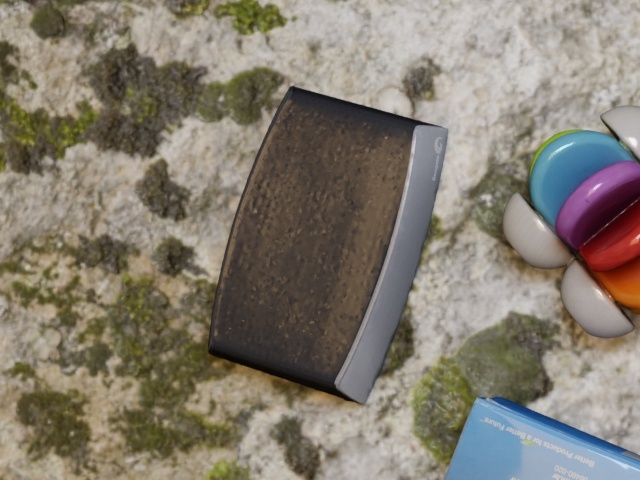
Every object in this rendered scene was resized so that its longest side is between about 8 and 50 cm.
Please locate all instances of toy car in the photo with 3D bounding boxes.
[{"bbox_3d":[0.237,-0.018,1.354,0.159,0.136,0.182,-41,74,9],"label":"toy car"}]

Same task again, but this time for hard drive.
[{"bbox_3d":[0.000,0.000,1.468,0.172,0.054,0.254,17,89,18],"label":"hard drive"}]

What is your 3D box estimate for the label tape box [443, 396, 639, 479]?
[{"bbox_3d":[0.184,0.323,1.348,0.241,0.106,0.333,22,91,18],"label":"label tape box"}]
